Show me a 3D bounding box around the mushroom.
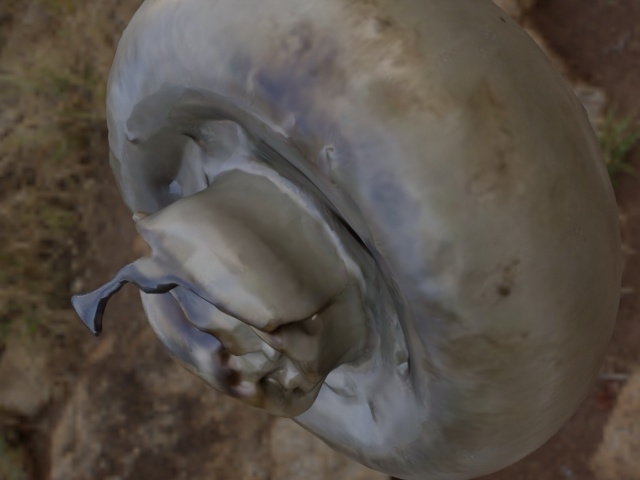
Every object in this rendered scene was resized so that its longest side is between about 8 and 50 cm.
[{"bbox_3d":[0.000,0.000,0.923,0.362,0.295,0.362,35,146,28],"label":"mushroom"}]
